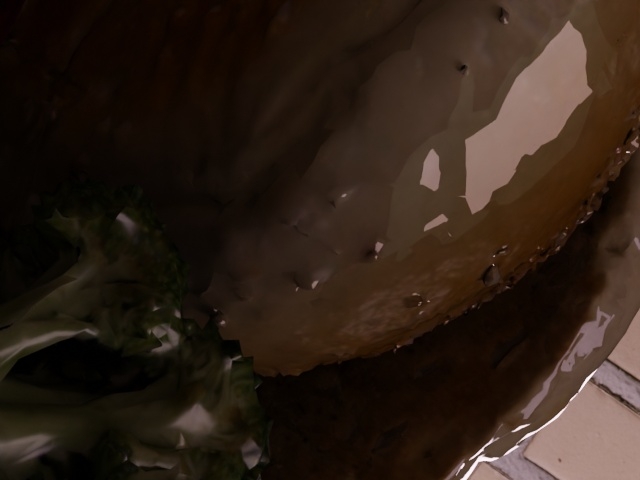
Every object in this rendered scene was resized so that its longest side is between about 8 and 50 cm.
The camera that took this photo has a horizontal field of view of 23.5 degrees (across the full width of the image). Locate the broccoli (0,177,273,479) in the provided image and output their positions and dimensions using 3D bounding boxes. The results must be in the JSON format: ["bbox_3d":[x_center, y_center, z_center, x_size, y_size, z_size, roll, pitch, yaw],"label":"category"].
[{"bbox_3d":[-0.179,0.096,0.388,0.321,0.304,0.283,-59,156,-13],"label":"broccoli"}]

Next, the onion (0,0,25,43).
[{"bbox_3d":[-0.147,-0.090,0.321,0.200,0.201,0.207,-50,168,-17],"label":"onion"}]

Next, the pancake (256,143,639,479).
[{"bbox_3d":[0.000,-0.001,0.674,0.082,0.387,0.387,35,89,-29],"label":"pancake"}]

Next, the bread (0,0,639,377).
[{"bbox_3d":[0.007,-0.092,0.533,0.159,0.305,0.305,36,88,-43],"label":"bread"}]
